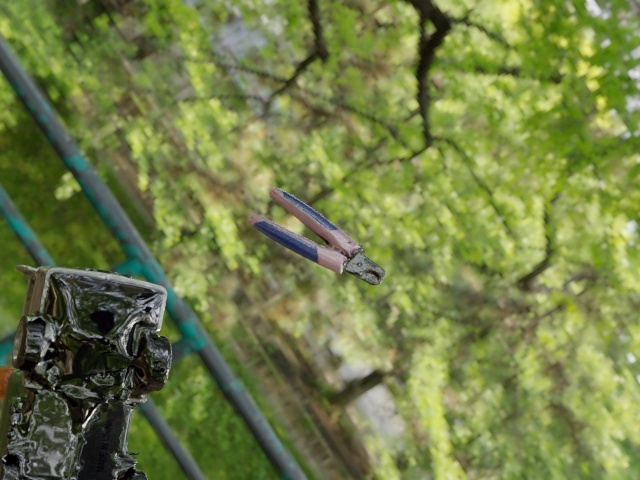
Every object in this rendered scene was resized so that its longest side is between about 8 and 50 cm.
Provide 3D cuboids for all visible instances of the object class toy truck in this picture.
[{"bbox_3d":[-0.173,0.138,0.839,0.101,0.242,0.125,11,-2,-21],"label":"toy truck"}]

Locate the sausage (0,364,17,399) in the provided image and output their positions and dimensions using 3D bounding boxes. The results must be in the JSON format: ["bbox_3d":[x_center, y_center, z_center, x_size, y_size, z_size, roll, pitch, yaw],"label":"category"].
[{"bbox_3d":[-0.242,0.119,1.047,0.031,0.107,0.031,11,77,-55],"label":"sausage"}]

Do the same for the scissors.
[{"bbox_3d":[0.000,0.000,0.938,0.113,0.039,0.012,31,-23,15],"label":"scissors"}]
